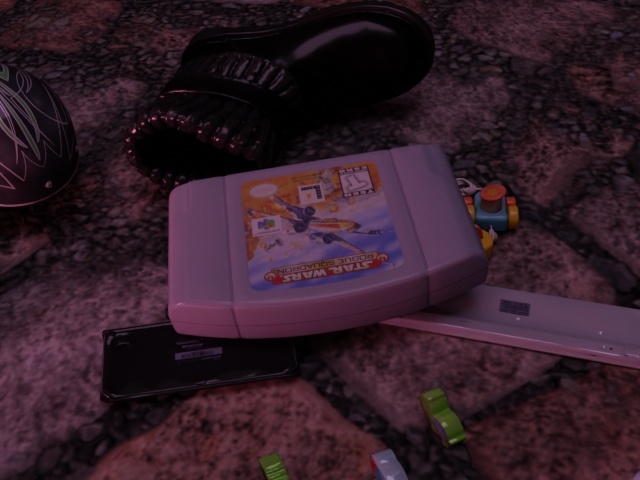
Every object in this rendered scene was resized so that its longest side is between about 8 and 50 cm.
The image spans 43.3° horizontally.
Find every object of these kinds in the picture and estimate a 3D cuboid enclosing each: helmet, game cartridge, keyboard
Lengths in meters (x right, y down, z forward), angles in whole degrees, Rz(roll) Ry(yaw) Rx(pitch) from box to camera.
[{"bbox_3d":[-0.355,-0.114,0.900,0.169,0.169,0.161,-35,8,-30],"label":"helmet"},{"bbox_3d":[0.000,0.000,0.782,0.297,0.062,0.198,-10,40,-2],"label":"game cartridge"},{"bbox_3d":[-0.114,0.097,0.755,0.180,0.023,0.108,-7,48,-5],"label":"keyboard"},{"bbox_3d":[0.185,0.073,0.770,0.256,0.014,0.072,9,38,14],"label":"keyboard"}]

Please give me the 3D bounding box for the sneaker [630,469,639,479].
[{"bbox_3d":[0.352,0.145,0.594,0.319,0.127,0.208,4,43,-6],"label":"sneaker"}]

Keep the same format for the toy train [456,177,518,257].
[{"bbox_3d":[0.136,-0.026,0.857,0.125,0.046,0.166,31,53,33],"label":"toy train"}]

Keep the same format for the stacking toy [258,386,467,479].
[{"bbox_3d":[0.068,0.211,0.591,0.167,0.052,0.221,-18,43,-16],"label":"stacking toy"}]

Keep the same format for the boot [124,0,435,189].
[{"bbox_3d":[-0.037,-0.166,0.959,0.348,0.131,0.260,-7,34,13],"label":"boot"}]
